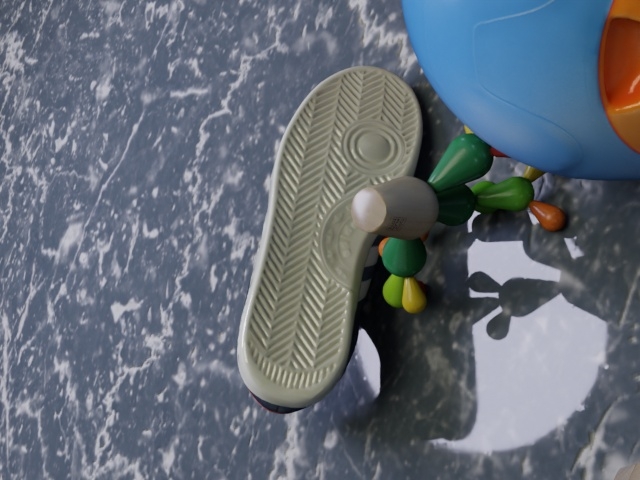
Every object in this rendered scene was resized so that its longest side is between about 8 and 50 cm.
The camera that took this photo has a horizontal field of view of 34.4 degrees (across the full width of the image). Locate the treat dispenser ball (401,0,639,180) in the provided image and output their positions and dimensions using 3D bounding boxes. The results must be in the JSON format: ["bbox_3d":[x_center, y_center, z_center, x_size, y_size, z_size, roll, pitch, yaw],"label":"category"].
[{"bbox_3d":[0.196,-0.183,0.684,0.288,0.288,0.288,-23,58,43],"label":"treat dispenser ball"}]

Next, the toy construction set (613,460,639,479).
[{"bbox_3d":[0.233,0.163,0.583,0.237,0.257,0.309,-43,24,47],"label":"toy construction set"}]

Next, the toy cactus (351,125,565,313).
[{"bbox_3d":[0.097,-0.018,0.834,0.219,0.180,0.112,-48,64,33],"label":"toy cactus"}]

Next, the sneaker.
[{"bbox_3d":[0.000,0.000,0.985,0.148,0.131,0.350,106,-175,-67],"label":"sneaker"}]
